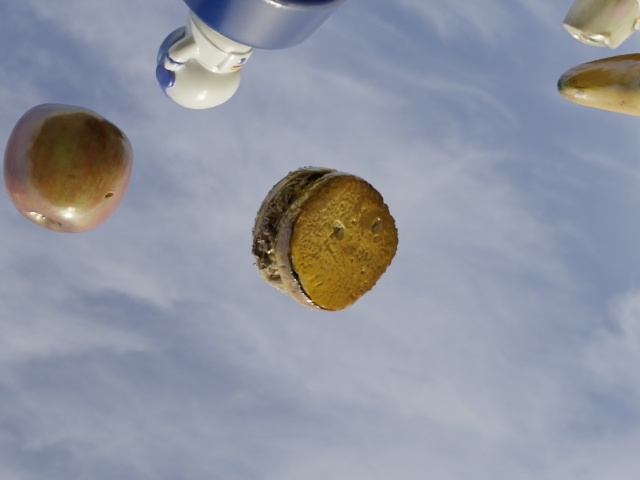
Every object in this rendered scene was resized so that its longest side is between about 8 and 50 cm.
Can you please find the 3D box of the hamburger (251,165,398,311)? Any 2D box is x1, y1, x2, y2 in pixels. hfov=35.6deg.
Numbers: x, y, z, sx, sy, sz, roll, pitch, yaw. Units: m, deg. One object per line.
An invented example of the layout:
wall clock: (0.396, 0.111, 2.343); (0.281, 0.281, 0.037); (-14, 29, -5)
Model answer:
hamburger: (-0.007, -0.002, 1.275); (0.191, 0.118, 0.182); (-20, -71, -36)

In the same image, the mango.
mango: (0.371, -0.177, 1.143); (0.098, 0.190, 0.075); (-22, -68, -59)

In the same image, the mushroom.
mushroom: (0.398, -0.355, 1.297); (0.234, 0.254, 0.260); (-49, -40, -6)

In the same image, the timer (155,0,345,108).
timer: (-0.143, -0.343, 1.523); (0.270, 0.383, 0.270); (17, -129, -23)

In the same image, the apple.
apple: (-0.373, -0.105, 1.465); (0.188, 0.188, 0.174); (27, -108, -27)
